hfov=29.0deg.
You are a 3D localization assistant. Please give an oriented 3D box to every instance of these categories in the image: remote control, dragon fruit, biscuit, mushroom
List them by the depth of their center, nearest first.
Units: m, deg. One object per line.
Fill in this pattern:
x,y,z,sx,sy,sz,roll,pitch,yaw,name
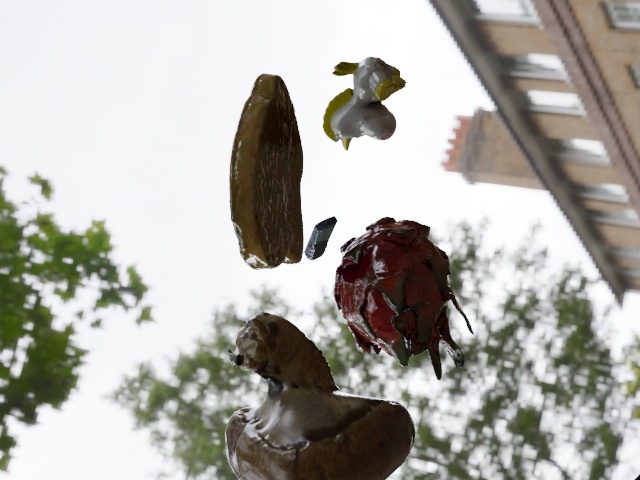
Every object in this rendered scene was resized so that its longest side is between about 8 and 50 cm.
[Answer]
0.001,0.242,1.638,0.267,0.267,0.255,-39,-34,-50,mushroom
0.118,0.087,1.881,0.193,0.192,0.274,18,-129,-53,dragon fruit
-0.082,-0.084,1.959,0.344,0.057,0.287,-80,-19,-44,biscuit
-0.001,-0.002,2.229,0.043,0.027,0.152,-20,-19,-16,remote control

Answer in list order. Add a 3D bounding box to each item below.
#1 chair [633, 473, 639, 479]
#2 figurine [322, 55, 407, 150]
0.613,0.410,2.039,0.247,0.158,0.172,-44,-52,-30,chair
0.074,-0.232,2.134,0.109,0.129,0.178,-80,2,-57,figurine
